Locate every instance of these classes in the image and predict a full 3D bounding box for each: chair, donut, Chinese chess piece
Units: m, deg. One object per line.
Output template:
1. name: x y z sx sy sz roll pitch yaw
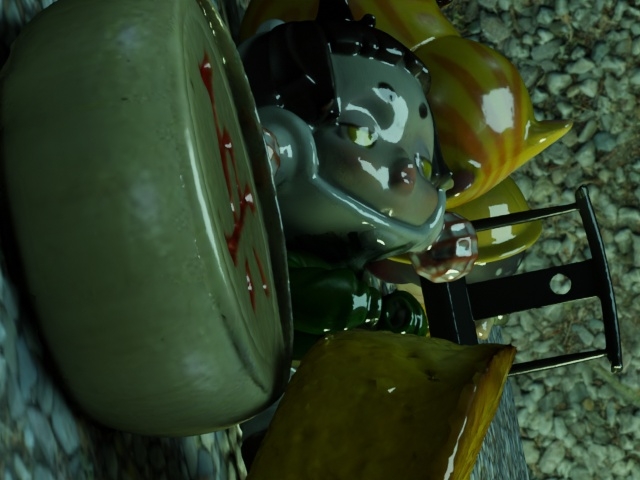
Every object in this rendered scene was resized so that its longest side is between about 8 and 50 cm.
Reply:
1. chair: 0.099 0.053 1.504 0.141 0.260 0.154 7 71 -79
2. donut: 0.011 0.178 1.064 0.303 0.110 0.303 19 90 -82
3. Chinese chess piece: -0.088 -0.017 1.020 0.250 0.103 0.249 -12 90 -81

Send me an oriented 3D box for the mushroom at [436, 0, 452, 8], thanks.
1. mushroom: 0.064 -0.350 1.929 0.263 0.195 0.283 126 -30 -52

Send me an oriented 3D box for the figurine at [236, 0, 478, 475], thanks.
1. figurine: 0.000 0.000 1.333 0.281 0.167 0.370 22 62 -47

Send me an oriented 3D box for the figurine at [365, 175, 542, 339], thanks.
1. figurine: 0.124 0.016 1.977 0.167 0.192 0.257 55 -28 29

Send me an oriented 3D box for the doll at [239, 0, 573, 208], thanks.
1. doll: 0.057 -0.136 1.534 0.269 0.167 0.162 49 -23 14
